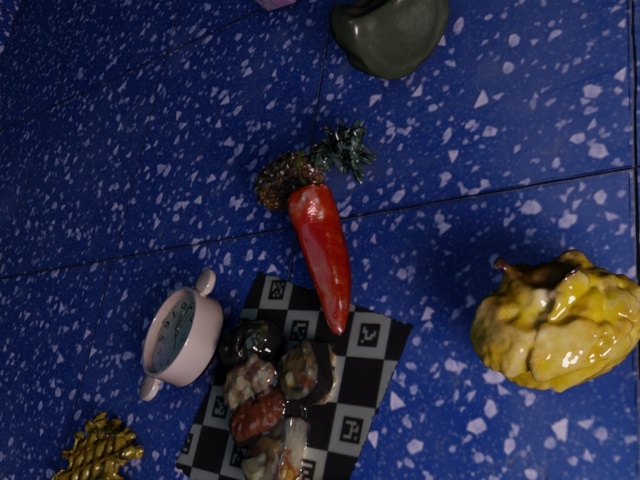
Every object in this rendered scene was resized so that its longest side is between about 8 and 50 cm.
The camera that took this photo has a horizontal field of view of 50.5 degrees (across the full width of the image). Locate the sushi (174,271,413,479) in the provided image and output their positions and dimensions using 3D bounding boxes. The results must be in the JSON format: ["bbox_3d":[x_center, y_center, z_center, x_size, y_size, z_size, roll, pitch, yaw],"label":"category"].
[{"bbox_3d":[-0.076,0.215,0.932,0.320,0.069,0.339,18,82,45],"label":"sushi"}]

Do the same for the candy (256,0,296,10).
[{"bbox_3d":[-0.118,-0.507,1.271,0.092,0.160,0.073,3,68,50],"label":"candy"}]

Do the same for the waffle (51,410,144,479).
[{"bbox_3d":[-0.374,0.409,1.116,0.232,0.051,0.228,25,90,46],"label":"waffle"}]

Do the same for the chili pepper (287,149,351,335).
[{"bbox_3d":[0.000,0.000,0.935,0.063,0.071,0.272,-38,62,55],"label":"chili pepper"}]

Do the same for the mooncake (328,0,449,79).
[{"bbox_3d":[0.096,-0.325,0.982,0.104,0.175,0.168,44,143,41],"label":"mooncake"}]

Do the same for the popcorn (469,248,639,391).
[{"bbox_3d":[0.231,0.081,0.672,0.167,0.152,0.148,-24,12,3],"label":"popcorn"}]

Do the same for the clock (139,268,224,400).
[{"bbox_3d":[-0.218,0.153,1.082,0.156,0.063,0.229,19,79,58],"label":"clock"}]

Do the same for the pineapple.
[{"bbox_3d":[-0.017,-0.102,1.027,0.221,0.083,0.103,-26,38,30],"label":"pineapple"}]
